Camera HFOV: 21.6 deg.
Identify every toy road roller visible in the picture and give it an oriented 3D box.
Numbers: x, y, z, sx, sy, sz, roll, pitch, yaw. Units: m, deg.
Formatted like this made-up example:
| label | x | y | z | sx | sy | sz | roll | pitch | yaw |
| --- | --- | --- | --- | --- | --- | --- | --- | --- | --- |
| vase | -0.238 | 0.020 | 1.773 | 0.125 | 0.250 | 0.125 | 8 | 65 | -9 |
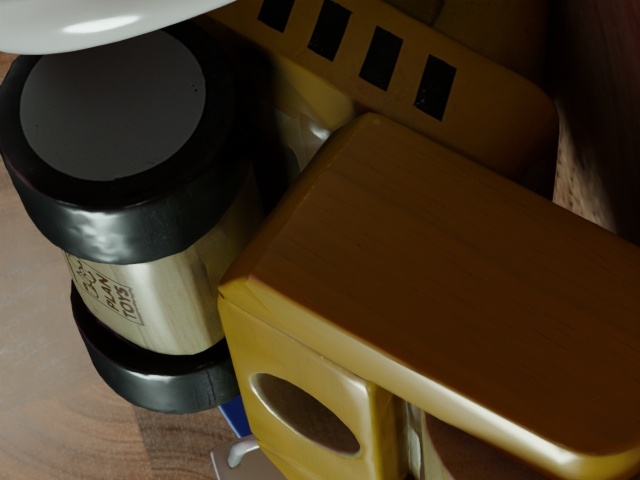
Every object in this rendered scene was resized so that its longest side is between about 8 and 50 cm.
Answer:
| label | x | y | z | sx | sy | sz | roll | pitch | yaw |
| --- | --- | --- | --- | --- | --- | --- | --- | --- | --- |
| toy road roller | 0.047 | -0.017 | 0.695 | 0.329 | 0.240 | 0.202 | 31 | 158 | 19 |

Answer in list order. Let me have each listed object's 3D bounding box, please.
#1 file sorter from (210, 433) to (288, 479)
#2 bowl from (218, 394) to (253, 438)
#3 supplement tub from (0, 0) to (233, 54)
| label | x | y | z | sx | sy | sz | roll | pitch | yaw |
| --- | --- | --- | --- | --- | --- | --- | --- | --- | --- |
| file sorter | 0.076 | 0.205 | 0.863 | 0.173 | 0.193 | 0.277 | 111 | 142 | -78 |
| bowl | -0.022 | 0.014 | 1.284 | 0.391 | 0.077 | 0.391 | 44 | 145 | 42 |
| supplement tub | -0.095 | -0.249 | 0.583 | 0.228 | 0.228 | 0.316 | -118 | 4 | -66 |
